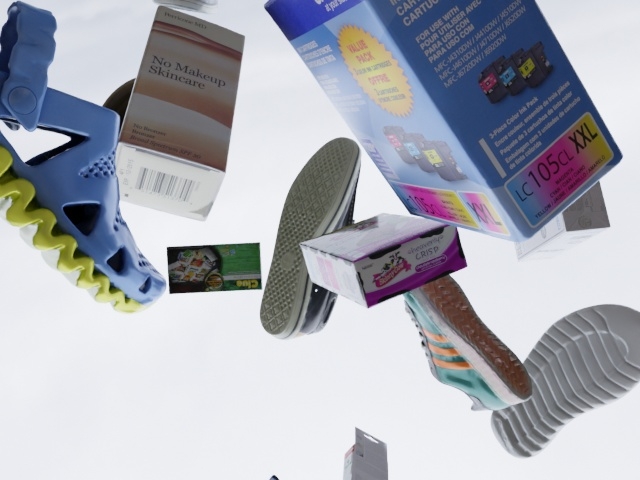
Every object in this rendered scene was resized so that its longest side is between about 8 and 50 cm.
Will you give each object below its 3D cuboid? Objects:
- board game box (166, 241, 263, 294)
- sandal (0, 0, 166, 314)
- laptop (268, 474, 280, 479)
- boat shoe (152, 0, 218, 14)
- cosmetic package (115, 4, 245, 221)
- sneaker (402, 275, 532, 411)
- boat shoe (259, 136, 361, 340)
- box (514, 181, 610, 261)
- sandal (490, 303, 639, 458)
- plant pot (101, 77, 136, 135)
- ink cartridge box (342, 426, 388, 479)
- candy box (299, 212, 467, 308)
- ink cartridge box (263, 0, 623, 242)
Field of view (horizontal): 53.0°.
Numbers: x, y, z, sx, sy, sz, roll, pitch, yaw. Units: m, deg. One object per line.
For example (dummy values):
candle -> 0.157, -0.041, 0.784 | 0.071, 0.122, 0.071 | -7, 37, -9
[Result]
board game box -> -0.293, 0.077, 1.787 | 0.260, 0.136, 0.030 | -2, 180, 0
sandal -> -0.219, -0.068, 0.541 | 0.138, 0.317, 0.126 | -45, -144, -22
laptop -> -0.110, 0.735, 1.182 | 0.408, 0.236, 0.382 | -39, -113, -18
boat shoe -> -0.237, -0.492, 1.178 | 0.118, 0.103, 0.320 | 8, -148, -8
cosmetic package -> -0.210, -0.194, 0.964 | 0.153, 0.129, 0.296 | 13, -128, -18
sneaker -> 0.204, 0.163, 1.050 | 0.121, 0.302, 0.108 | -38, -178, 37
boat shoe -> 0.000, 0.000, 1.537 | 0.156, 0.499, 0.187 | 14, -177, -42
box -> 0.485, -0.064, 1.348 | 0.087, 0.169, 0.290 | -7, 168, -2
sandal -> 0.469, 0.259, 1.218 | 0.102, 0.416, 0.169 | -6, -127, -40
plant pot -> -0.422, -0.258, 1.804 | 0.323, 0.323, 0.280 | -3, 168, 14
ink cartridge box -> 0.066, 0.331, 0.935 | 0.063, 0.029, 0.115 | 31, -156, -10
candy box -> 0.082, 0.020, 0.943 | 0.159, 0.071, 0.233 | -21, -169, -17
ink cartridge box -> 0.099, -0.205, 0.697 | 0.151, 0.395, 0.270 | -39, -162, -9
